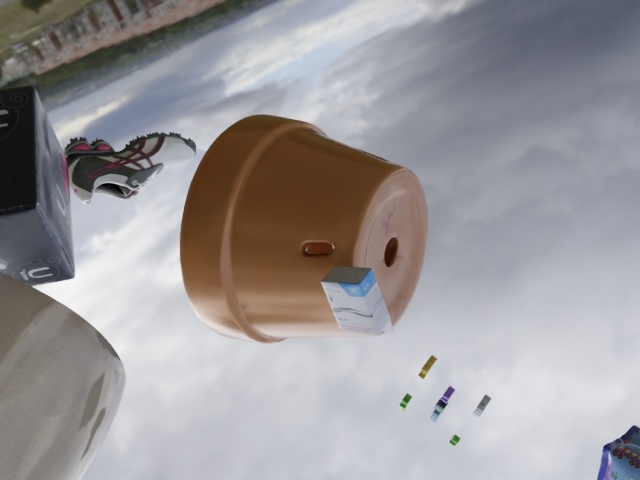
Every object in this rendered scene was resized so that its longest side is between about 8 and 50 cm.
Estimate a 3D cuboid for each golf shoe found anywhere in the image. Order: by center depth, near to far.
[{"bbox_3d":[-0.358,-0.135,1.357,0.273,0.120,0.105,-13,160,-34],"label":"golf shoe"}]

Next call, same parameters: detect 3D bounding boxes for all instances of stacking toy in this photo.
[{"bbox_3d":[0.291,0.387,1.682,0.052,0.167,0.221,-42,159,-39],"label":"stacking toy"}]

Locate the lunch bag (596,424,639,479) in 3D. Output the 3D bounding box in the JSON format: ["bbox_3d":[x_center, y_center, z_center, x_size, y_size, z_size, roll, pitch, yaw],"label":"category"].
[{"bbox_3d":[0.585,0.514,1.224,0.138,0.293,0.221,-8,-156,-43],"label":"lunch bag"}]

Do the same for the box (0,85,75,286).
[{"bbox_3d":[-0.406,-0.035,0.719,0.271,0.143,0.165,-10,-122,-8],"label":"box"}]

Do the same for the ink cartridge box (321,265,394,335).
[{"bbox_3d":[0.039,0.068,0.720,0.048,0.083,0.028,1,-145,38],"label":"ink cartridge box"}]

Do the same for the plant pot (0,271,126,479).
[{"bbox_3d":[-0.300,0.156,0.491,0.284,0.284,0.190,-17,-133,26],"label":"plant pot"}]

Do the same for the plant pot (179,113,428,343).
[{"bbox_3d":[0.000,0.000,0.864,0.204,0.290,0.291,12,-143,30],"label":"plant pot"}]
